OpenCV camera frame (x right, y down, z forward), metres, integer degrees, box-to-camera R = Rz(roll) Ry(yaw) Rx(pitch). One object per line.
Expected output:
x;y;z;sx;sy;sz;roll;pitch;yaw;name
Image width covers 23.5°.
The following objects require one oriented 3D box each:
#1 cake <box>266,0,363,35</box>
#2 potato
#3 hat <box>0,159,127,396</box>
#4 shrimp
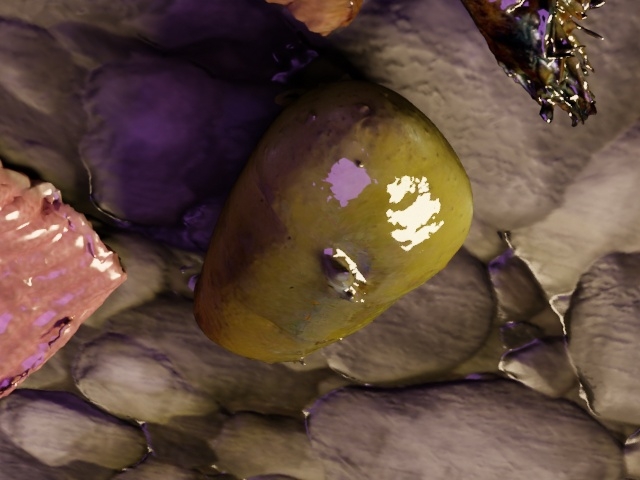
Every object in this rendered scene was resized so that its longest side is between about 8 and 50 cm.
-0.014;-0.165;0.475;0.147;0.134;0.135;29;136;-11;cake
0.000;0.000;0.699;0.105;0.085;0.188;24;141;-17;potato
-0.261;0.042;0.761;0.236;0.107;0.286;34;109;-28;hat
0.094;-0.103;0.601;0.091;0.034;0.161;-14;135;22;shrimp
